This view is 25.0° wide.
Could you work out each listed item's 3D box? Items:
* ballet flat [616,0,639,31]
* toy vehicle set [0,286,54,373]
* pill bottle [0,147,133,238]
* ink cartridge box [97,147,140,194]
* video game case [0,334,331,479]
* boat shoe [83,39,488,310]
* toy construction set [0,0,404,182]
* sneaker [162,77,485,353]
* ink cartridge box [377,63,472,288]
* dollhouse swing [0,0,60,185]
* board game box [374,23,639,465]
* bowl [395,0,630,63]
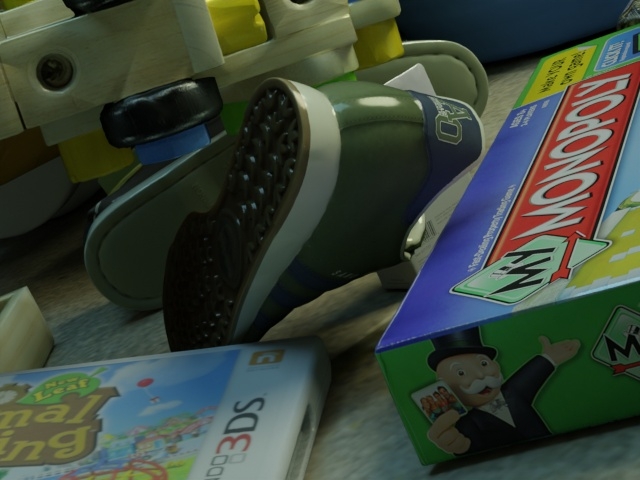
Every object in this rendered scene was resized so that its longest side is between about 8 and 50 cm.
[{"bbox_3d":[0.184,-0.104,0.746,0.041,0.041,0.114,-26,15,-5],"label":"ballet flat"},{"bbox_3d":[-0.224,0.108,0.649,0.166,0.035,0.267,-23,15,7],"label":"toy vehicle set"},{"bbox_3d":[-0.221,-0.106,1.127,0.162,0.162,0.278,-21,15,12],"label":"pill bottle"},{"bbox_3d":[-0.019,-0.106,0.929,0.171,0.056,0.235,-34,5,41],"label":"ink cartridge box"},{"bbox_3d":[-0.111,0.088,0.473,0.212,0.023,0.193,-8,18,10],"label":"video game case"},{"bbox_3d":[-0.022,-0.044,0.762,0.228,0.081,0.068,-27,19,-1],"label":"boat shoe"},{"bbox_3d":[-0.114,-0.067,0.635,0.328,0.151,0.215,-33,13,0],"label":"toy construction set"},{"bbox_3d":[0.000,0.000,0.563,0.086,0.064,0.192,-5,-25,-22],"label":"sneaker"},{"bbox_3d":[0.035,-0.027,0.609,0.048,0.083,0.028,-34,19,-31],"label":"ink cartridge box"},{"bbox_3d":[-0.178,-0.239,0.921,0.347,0.305,0.315,-34,-12,-45],"label":"dollhouse swing"},{"bbox_3d":[0.161,-0.038,0.530,0.213,0.046,0.317,-17,17,24],"label":"board game box"},{"bbox_3d":[0.224,-0.232,1.026,0.391,0.077,0.391,-23,16,7],"label":"bowl"}]
